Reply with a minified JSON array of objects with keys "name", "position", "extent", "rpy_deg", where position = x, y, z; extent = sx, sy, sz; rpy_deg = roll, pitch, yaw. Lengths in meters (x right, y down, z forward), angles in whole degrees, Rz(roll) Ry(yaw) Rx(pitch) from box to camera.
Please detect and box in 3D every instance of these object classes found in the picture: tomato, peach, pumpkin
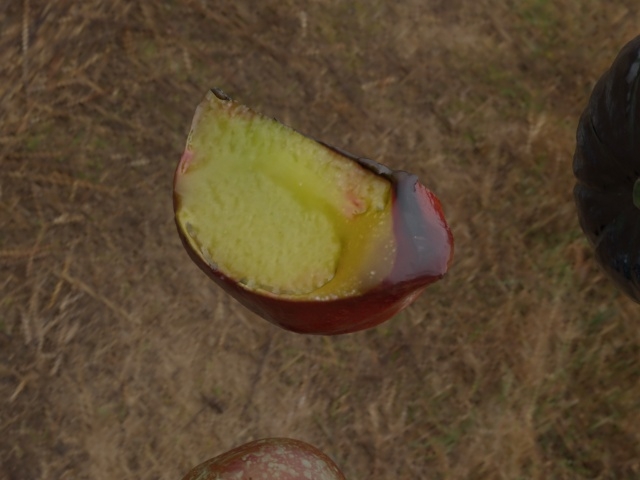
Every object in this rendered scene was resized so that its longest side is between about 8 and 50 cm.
[{"name":"tomato","position":[-0.073,0.402,1.553],"extent":[0.270,0.270,0.222],"rpy_deg":[14,31,-33]},{"name":"peach","position":[0.001,0.001,0.979],"extent":[0.267,0.158,0.154],"rpy_deg":[24,-3,30]},{"name":"pumpkin","position":[0.447,-0.065,1.287],"extent":[0.266,0.363,0.363],"rpy_deg":[-17,71,-31]}]
